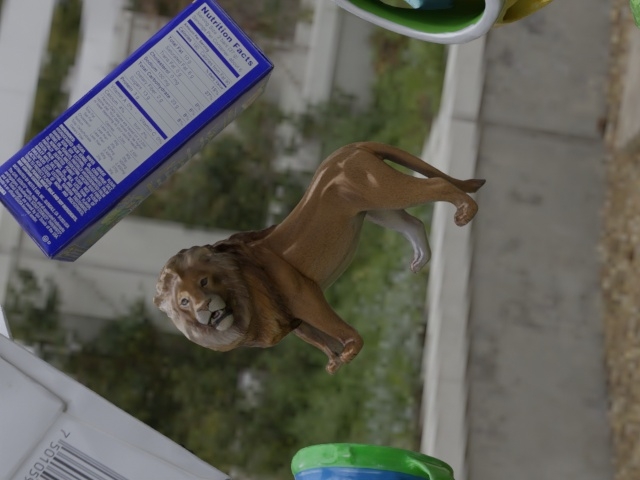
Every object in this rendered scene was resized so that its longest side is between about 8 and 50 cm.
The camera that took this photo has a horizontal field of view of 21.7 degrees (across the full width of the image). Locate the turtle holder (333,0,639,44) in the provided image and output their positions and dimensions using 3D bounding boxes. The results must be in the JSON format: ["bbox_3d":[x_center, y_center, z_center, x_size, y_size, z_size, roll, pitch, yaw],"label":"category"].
[{"bbox_3d":[0.117,-0.251,1.200,0.243,0.320,0.227,-18,46,52],"label":"turtle holder"}]

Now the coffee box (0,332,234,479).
[{"bbox_3d":[-0.274,0.296,1.313,0.337,0.338,0.334,-53,-21,-23],"label":"coffee box"}]

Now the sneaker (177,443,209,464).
[{"bbox_3d":[-0.221,0.252,1.645,0.100,0.272,0.108,-76,-7,-59],"label":"sneaker"}]

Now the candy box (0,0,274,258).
[{"bbox_3d":[-0.208,-0.121,1.877,0.317,0.122,0.268,-40,1,-4],"label":"candy box"}]

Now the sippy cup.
[{"bbox_3d":[0.066,0.424,2.378,0.305,0.240,0.224,98,179,-70],"label":"sippy cup"}]

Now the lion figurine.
[{"bbox_3d":[0.000,0.000,2.008,0.392,0.240,0.142,-49,1,-16],"label":"lion figurine"}]

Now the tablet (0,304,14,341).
[{"bbox_3d":[-0.287,0.092,1.479,0.083,0.006,0.054,-34,73,59],"label":"tablet"}]
